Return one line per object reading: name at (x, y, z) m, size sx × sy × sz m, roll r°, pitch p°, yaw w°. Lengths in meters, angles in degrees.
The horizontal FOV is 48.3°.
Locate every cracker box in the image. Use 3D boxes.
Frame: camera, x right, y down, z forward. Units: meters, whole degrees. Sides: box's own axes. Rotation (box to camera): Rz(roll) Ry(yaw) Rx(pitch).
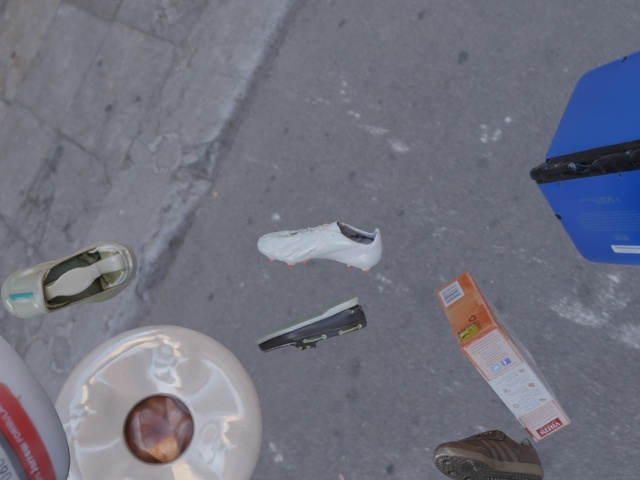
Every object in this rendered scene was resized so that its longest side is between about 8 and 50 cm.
cracker box at (0.277, 0.176, 1.092) m, size 0.067 × 0.232 × 0.155 m, roll -36°, pitch 25°, yaw 12°

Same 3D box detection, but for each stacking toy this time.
stacking toy at (-0.307, 0.364, 1.379) m, size 0.480 × 0.351 × 0.350 m, roll 128°, pitch 149°, yaw -72°

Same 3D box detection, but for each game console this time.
game console at (0.438, -0.111, 0.975) m, size 0.173 × 0.250 × 0.293 m, roll -35°, pitch 7°, yaw -9°

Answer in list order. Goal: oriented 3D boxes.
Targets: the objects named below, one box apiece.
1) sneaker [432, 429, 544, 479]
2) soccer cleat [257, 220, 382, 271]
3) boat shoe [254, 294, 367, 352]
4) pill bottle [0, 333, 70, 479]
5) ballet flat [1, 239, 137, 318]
sneaker at (0.242, 0.315, 1.056) m, size 0.066 × 0.188 × 0.071 m, roll -53°, pitch 28°, yaw 37°
soccer cleat at (0.000, 0.000, 1.116) m, size 0.068 × 0.196 × 0.076 m, roll -84°, pitch 0°, yaw -54°
boat shoe at (-0.019, 0.184, 1.436) m, size 0.228 × 0.081 × 0.068 m, roll -23°, pitch 95°, yaw 4°
pill bottle at (-0.352, 0.194, 0.416) m, size 0.210 × 0.363 × 0.210 m, roll 21°, pitch 131°, yaw 26°
ballet flat at (-0.315, 0.047, 0.977) m, size 0.086 × 0.248 × 0.086 m, roll 7°, pitch 107°, yaw 24°
